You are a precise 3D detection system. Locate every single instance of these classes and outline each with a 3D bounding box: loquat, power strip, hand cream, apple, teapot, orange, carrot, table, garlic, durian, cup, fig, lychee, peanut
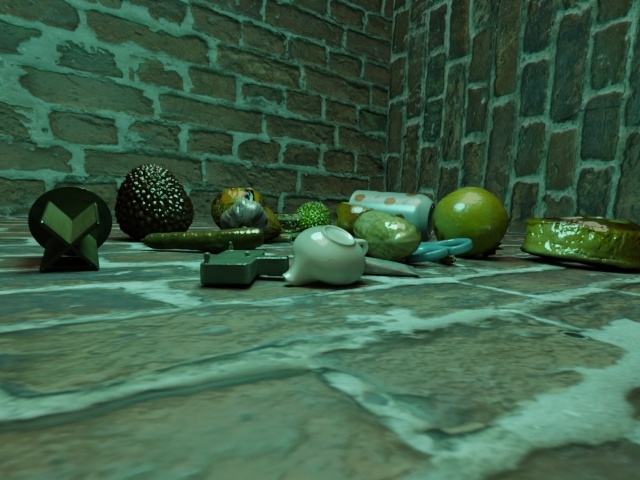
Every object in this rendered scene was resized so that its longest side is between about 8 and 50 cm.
[{"bbox_3d":[0.476,-0.050,1.328,0.244,0.243,0.244,3,5,0],"label":"loquat"},{"bbox_3d":[-0.135,0.042,0.811,0.145,0.061,0.215,1,6,-1],"label":"power strip"},{"bbox_3d":[0.110,0.056,0.923,0.210,0.043,0.067,7,12,-4],"label":"hand cream"},{"bbox_3d":[0.137,-0.054,1.455,0.174,0.160,0.195,-2,7,-3],"label":"apple"},{"bbox_3d":[0.026,0.025,0.809,0.226,0.092,0.145,-6,42,-46],"label":"teapot"},{"bbox_3d":[-0.351,-0.125,1.799,0.235,0.182,0.234,-18,-17,-6],"label":"orange"},{"bbox_3d":[-0.328,0.003,1.158,0.343,0.070,0.070,-3,5,-2],"label":"carrot"},{"bbox_3d":[-0.522,-0.016,0.875,0.167,0.166,0.227,0,15,-30],"label":"table"},{"bbox_3d":[-0.223,-0.041,1.237,0.147,0.159,0.102,14,16,-27],"label":"garlic"},{"bbox_3d":[-0.041,-0.085,1.728,0.146,0.159,0.198,-1,5,-31],"label":"durian"},{"bbox_3d":[0.292,-0.092,1.688,0.318,0.212,0.212,6,6,28],"label":"cup"},{"bbox_3d":[-0.176,-0.050,1.511,0.201,0.146,0.133,10,-42,-20],"label":"fig"},{"bbox_3d":[-0.559,-0.127,1.401,0.272,0.271,0.271,3,5,0],"label":"lychee"},{"bbox_3d":[0.182,-0.013,1.177,0.149,0.148,0.313,2,5,-7],"label":"peanut"}]

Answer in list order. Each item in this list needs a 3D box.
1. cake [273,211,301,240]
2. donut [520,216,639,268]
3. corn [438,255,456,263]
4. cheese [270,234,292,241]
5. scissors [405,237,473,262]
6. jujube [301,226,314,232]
[{"bbox_3d":[-0.207,-0.056,1.618,0.246,0.112,0.135,11,12,37],"label":"cake"},{"bbox_3d":[0.792,-0.005,1.259,0.331,0.159,0.330,10,3,-1],"label":"donut"},{"bbox_3d":[0.349,0.049,1.158,0.028,0.027,0.083,-19,8,-9],"label":"corn"},{"bbox_3d":[-0.147,-0.010,1.558,0.084,0.030,0.044,0,2,2],"label":"cheese"},{"bbox_3d":[0.274,0.024,1.296,0.193,0.029,0.447,-15,6,-17],"label":"scissors"},{"bbox_3d":[0.000,0.000,1.308,0.130,0.077,0.077,12,6,4],"label":"jujube"}]
